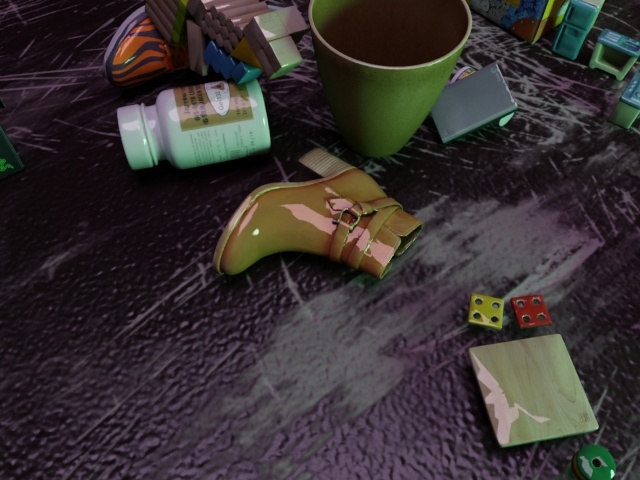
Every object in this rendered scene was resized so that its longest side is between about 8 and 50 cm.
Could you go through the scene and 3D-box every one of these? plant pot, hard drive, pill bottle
[{"bbox_3d":[0.098,-0.259,1.005,0.236,0.254,0.237,1,56,-1],"label":"plant pot"},{"bbox_3d":[0.260,-0.237,1.082,0.135,0.022,0.094,-24,73,18],"label":"hard drive"},{"bbox_3d":[0.291,-0.257,1.120,0.065,0.065,0.116,-38,66,-23],"label":"pill bottle"},{"bbox_3d":[-0.206,-0.187,1.025,0.229,0.131,0.131,-12,58,-9],"label":"pill bottle"}]

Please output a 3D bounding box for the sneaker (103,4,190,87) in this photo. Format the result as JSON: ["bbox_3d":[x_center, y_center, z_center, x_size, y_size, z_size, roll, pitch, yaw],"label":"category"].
[{"bbox_3d":[-0.227,-0.358,1.142,0.180,0.125,0.321,35,63,21],"label":"sneaker"}]

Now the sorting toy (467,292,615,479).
[{"bbox_3d":[0.273,0.195,0.834,0.132,0.046,0.275,-8,58,-6],"label":"sorting toy"}]

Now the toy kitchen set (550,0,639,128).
[{"bbox_3d":[0.516,-0.332,1.140,0.207,0.122,0.166,31,61,18],"label":"toy kitchen set"}]

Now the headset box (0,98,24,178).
[{"bbox_3d":[-0.629,-0.173,0.941,0.283,0.246,0.131,-30,61,-20],"label":"headset box"}]

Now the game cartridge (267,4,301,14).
[{"bbox_3d":[-0.085,-0.453,1.272,0.083,0.017,0.056,14,54,8],"label":"game cartridge"}]

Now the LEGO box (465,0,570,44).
[{"bbox_3d":[0.479,-0.690,1.332,0.500,0.193,0.372,-37,64,-23],"label":"LEGO box"}]

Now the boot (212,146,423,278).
[{"bbox_3d":[0.000,0.000,0.937,0.220,0.109,0.283,37,56,17],"label":"boot"}]

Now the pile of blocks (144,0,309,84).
[{"bbox_3d":[-0.141,-0.342,1.011,0.112,0.149,0.362,-28,52,-34],"label":"pile of blocks"}]
